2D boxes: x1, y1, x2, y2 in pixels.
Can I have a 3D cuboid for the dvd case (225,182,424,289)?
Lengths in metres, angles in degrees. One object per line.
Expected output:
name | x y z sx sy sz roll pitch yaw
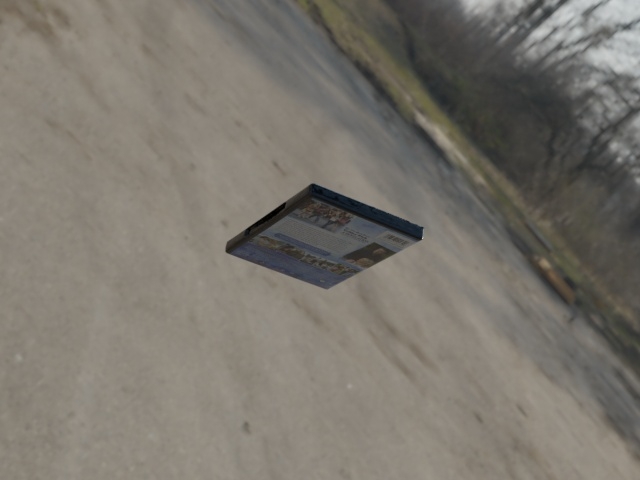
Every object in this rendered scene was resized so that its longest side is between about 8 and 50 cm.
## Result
dvd case | 0.000 0.000 1.537 0.180 0.253 0.022 21 62 -24
